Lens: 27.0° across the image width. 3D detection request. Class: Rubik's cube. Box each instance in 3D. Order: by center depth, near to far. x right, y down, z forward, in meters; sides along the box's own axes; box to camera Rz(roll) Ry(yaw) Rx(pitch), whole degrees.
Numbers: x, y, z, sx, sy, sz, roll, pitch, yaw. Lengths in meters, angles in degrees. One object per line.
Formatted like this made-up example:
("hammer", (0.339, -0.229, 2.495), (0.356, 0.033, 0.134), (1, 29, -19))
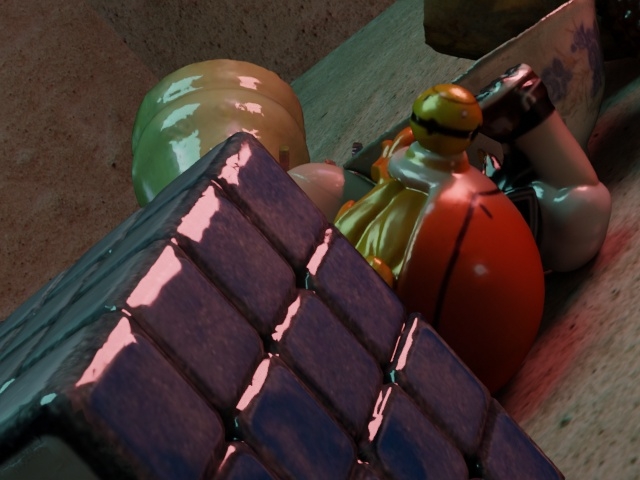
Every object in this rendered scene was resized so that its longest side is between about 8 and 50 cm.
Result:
("Rubik's cube", (-0.092, 0.199, 0.809), (0.343, 0.337, 0.344), (-36, 12, 27))

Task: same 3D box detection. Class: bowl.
("bowl", (0.189, -0.109, 1.360), (0.313, 0.146, 0.313), (-36, -2, -1))

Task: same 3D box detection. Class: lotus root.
("lotus root", (0.291, -0.325, 1.543), (0.346, 0.251, 0.250), (-2, 25, 13))

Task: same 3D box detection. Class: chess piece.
("chess piece", (-0.106, 0.009, 1.511), (0.234, 0.234, 0.442), (-37, 37, 24))

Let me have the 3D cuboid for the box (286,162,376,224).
("box", (0.024, 0.009, 1.316), (0.146, 0.200, 0.088), (-46, -19, -25))

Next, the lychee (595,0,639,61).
("lychee", (0.366, -0.248, 1.328), (0.188, 0.188, 0.188), (-40, 12, 10))

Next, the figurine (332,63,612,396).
("figurine", (0.107, 0.026, 1.119), (0.323, 0.196, 0.320), (-41, -34, -36))

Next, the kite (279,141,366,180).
("kite", (0.000, -0.002, 1.398), (0.015, 0.169, 0.310), (104, 162, -44))

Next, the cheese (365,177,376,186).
("cheese", (0.095, -0.040, 1.579), (0.235, 0.117, 0.218), (-35, 11, 23))
